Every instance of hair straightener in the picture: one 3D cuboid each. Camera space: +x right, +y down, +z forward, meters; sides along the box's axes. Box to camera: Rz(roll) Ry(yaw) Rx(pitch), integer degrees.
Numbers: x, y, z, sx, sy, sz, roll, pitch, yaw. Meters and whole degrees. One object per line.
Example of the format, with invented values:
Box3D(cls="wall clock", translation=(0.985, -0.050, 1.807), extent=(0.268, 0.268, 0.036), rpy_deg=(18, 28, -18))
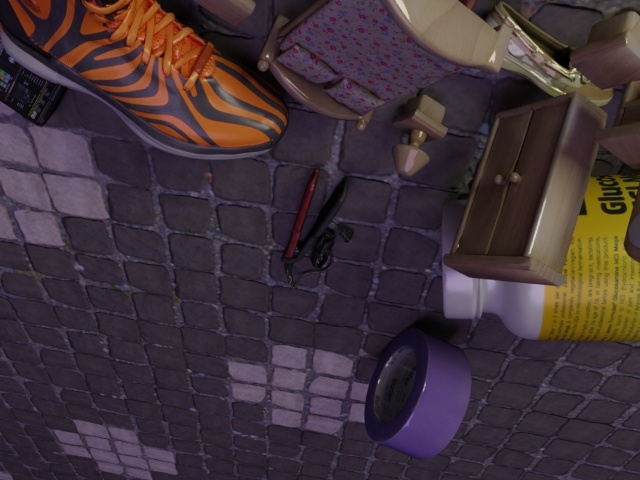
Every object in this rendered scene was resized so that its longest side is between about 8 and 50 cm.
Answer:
Box3D(cls="hair straightener", translation=(0.000, 0.000, 0.793), extent=(0.089, 0.047, 0.230), rpy_deg=(17, 136, -5))

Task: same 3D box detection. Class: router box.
Box3D(cls="router box", translation=(-0.342, -0.204, 0.666), extent=(0.092, 0.038, 0.122), rpy_deg=(35, 131, -23))

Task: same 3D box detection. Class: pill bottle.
Box3D(cls="pill bottle", translation=(0.309, 0.020, 0.644), extent=(0.333, 0.188, 0.188), rpy_deg=(-1, 135, 13))

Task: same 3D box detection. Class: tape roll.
Box3D(cls="tape roll", translation=(0.151, 0.242, 0.906), extent=(0.080, 0.189, 0.189), rpy_deg=(26, 135, -13))

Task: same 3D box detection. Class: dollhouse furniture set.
Box3D(cls="dollhouse furniture set", translation=(0.076, -0.106, 0.464), extent=(0.355, 0.174, 0.303), rpy_deg=(25, 169, -25))

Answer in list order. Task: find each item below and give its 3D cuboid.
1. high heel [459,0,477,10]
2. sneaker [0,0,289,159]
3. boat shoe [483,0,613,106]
Box3D(cls="high heel", translation=(0.154, -0.251, 0.367), extent=(0.181, 0.127, 0.377), rpy_deg=(46, 165, -22))
Box3D(cls="sneaker", translation=(-0.169, -0.194, 0.545), extent=(0.321, 0.125, 0.180), rpy_deg=(21, 155, -10))
Box3D(cls="boat shoe", translation=(0.226, -0.180, 0.555), extent=(0.153, 0.056, 0.048), rpy_deg=(26, 140, -4))
